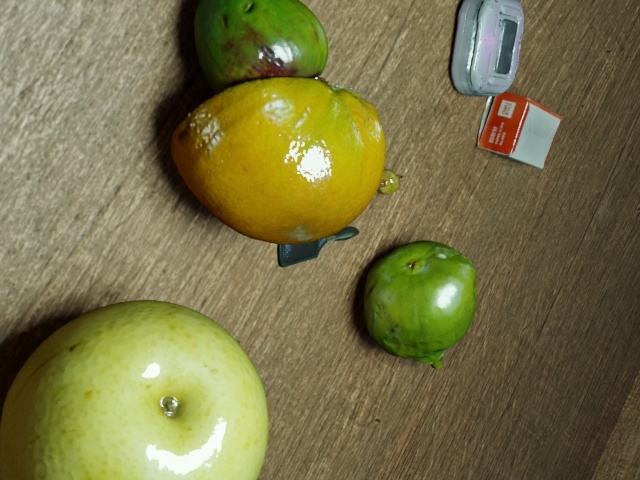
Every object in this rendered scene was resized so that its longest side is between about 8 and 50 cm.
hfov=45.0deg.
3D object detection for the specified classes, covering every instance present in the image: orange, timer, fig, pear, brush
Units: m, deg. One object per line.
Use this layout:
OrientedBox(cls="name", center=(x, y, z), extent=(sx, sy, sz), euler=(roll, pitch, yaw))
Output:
OrientedBox(cls="orange", center=(-0.053, -0.117, 1.120), extent=(0.310, 0.274, 0.274), euler=(38, 75, -23))
OrientedBox(cls="timer", center=(0.341, -0.396, 1.561), extent=(0.191, 0.069, 0.208), euler=(-12, 111, -47))
OrientedBox(cls="fig", center=(-0.091, -0.271, 1.080), extent=(0.181, 0.181, 0.191), euler=(-42, 105, -28))
OrientedBox(cls="pear", center=(-0.239, 0.251, 0.994), extent=(0.348, 0.348, 0.348), euler=(-19, 117, -41))
OrientedBox(cls="fig", center=(0.133, -0.113, 1.463), extent=(0.083, 0.050, 0.050), euler=(-22, 121, -57))
OrientedBox(cls="fig", center=(0.190, 0.156, 1.491), extent=(0.233, 0.233, 0.314), euler=(-20, 123, -41))
OrientedBox(cls="brush", center=(0.000, 0.000, 1.383), extent=(0.193, 0.016, 0.062), euler=(-16, 117, -42))

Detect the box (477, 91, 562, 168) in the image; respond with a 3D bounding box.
OrientedBox(cls="box", center=(0.434, -0.241, 1.694), extent=(0.182, 0.099, 0.133), euler=(7, 102, -49))
